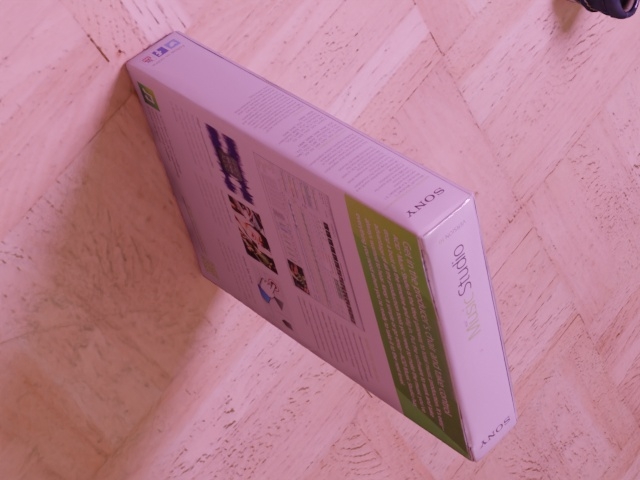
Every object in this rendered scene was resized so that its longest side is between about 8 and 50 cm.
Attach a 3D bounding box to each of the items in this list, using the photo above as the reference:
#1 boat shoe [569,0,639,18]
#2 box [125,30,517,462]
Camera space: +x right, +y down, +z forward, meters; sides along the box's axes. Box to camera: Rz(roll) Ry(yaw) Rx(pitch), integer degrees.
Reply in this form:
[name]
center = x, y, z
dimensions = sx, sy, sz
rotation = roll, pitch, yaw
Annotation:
[boat shoe]
center = 0.289, -0.331, 1.486
dimensions = 0.095, 0.079, 0.255
rotation = -2, 114, -47
[box]
center = 0.000, 0.000, 1.181
dimensions = 0.058, 0.322, 0.232
rotation = -37, 137, -21
